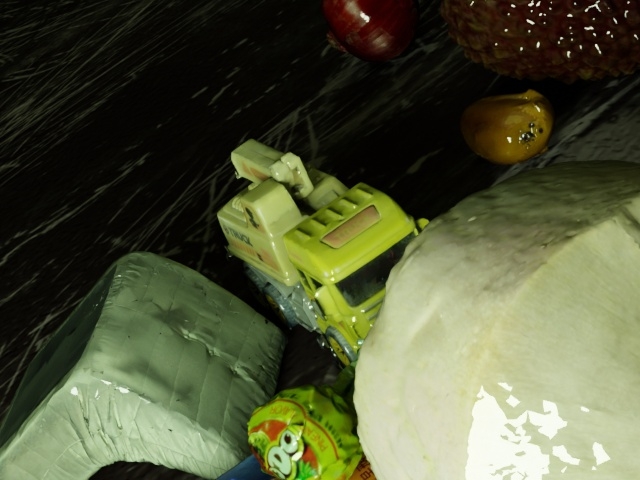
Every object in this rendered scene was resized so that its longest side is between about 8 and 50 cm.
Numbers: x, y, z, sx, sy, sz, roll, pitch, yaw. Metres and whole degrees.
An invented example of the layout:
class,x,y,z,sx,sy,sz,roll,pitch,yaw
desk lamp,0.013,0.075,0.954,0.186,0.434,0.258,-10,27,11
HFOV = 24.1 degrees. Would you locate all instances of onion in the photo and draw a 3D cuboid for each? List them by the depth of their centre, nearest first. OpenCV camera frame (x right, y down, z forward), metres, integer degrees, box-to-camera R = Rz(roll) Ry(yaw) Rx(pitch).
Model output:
class,x,y,z,sx,sy,sz,roll,pitch,yaw
onion,0.058,-0.274,1.782,0.131,0.131,0.131,-22,28,12

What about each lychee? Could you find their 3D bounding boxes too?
class,x,y,z,sx,sy,sz,roll,pitch,yaw
lychee,0.249,-0.265,1.498,0.271,0.271,0.271,-22,28,12

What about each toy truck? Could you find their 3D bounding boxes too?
class,x,y,z,sx,sy,sz,roll,pitch,yaw
toy truck,0.000,0.000,1.338,0.124,0.157,0.272,-35,28,-13

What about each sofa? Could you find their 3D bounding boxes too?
class,x,y,z,sx,sy,sz,roll,pitch,yaw
sofa,-0.165,0.155,1.313,0.225,0.176,0.210,-47,17,29

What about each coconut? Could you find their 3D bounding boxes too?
class,x,y,z,sx,sy,sz,roll,pitch,yaw
coconut,0.186,0.092,0.895,0.328,0.329,0.329,-22,28,12

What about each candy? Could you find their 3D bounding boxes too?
class,x,y,z,sx,sy,sz,roll,pitch,yaw
candy,0.032,0.096,1.123,0.073,0.077,0.262,-32,9,40

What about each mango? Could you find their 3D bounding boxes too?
class,x,y,z,sx,sy,sz,roll,pitch,yaw
mango,0.181,-0.110,1.462,0.077,0.063,0.127,-43,25,-16

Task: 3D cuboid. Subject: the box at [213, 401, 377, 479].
class,x,y,z,sx,sy,sz,roll,pitch,yaw
box,-0.019,0.212,1.093,0.237,0.070,0.152,-35,29,-11
